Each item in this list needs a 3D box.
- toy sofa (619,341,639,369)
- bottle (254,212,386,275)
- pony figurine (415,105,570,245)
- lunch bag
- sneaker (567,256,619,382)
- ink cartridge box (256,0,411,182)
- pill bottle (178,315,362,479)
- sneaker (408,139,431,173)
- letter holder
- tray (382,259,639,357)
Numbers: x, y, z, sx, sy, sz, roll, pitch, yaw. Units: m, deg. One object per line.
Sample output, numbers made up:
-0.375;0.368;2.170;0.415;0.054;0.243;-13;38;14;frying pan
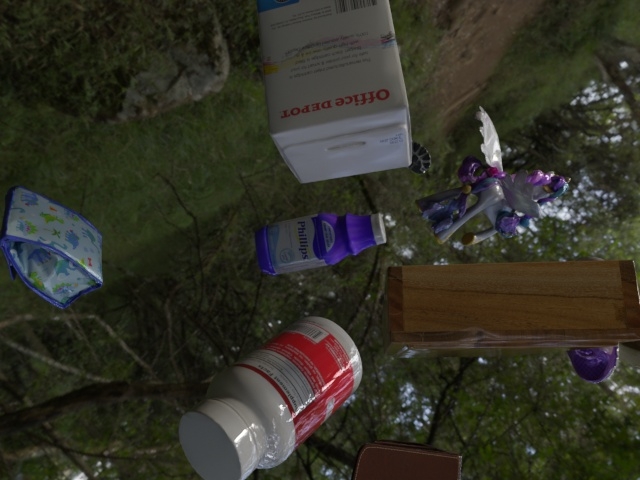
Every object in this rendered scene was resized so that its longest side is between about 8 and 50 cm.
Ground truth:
0.764;0.265;1.027;0.362;0.177;0.150;-122;-146;-58;toy sofa
0.000;0.000;1.178;0.283;0.118;0.092;-10;171;13;bottle
0.445;-0.128;1.397;0.364;0.302;0.351;-29;147;24;pony figurine
-0.402;0.005;0.784;0.096;0.128;0.151;-30;134;1;lunch bag
0.485;0.152;0.983;0.095;0.236;0.105;-1;-172;41;sneaker
0.023;-0.222;0.731;0.171;0.232;0.168;-9;162;10;ink cartridge box
-0.101;0.347;1.185;0.408;0.229;0.229;-27;166;-50;pill bottle
0.228;-0.250;1.423;0.068;0.170;0.071;-43;-173;17;sneaker
0.123;0.537;1.001;0.152;0.215;0.301;141;-41;-70;letter holder
0.178;0.100;0.638;0.203;0.076;0.411;-2;167;6;tray
